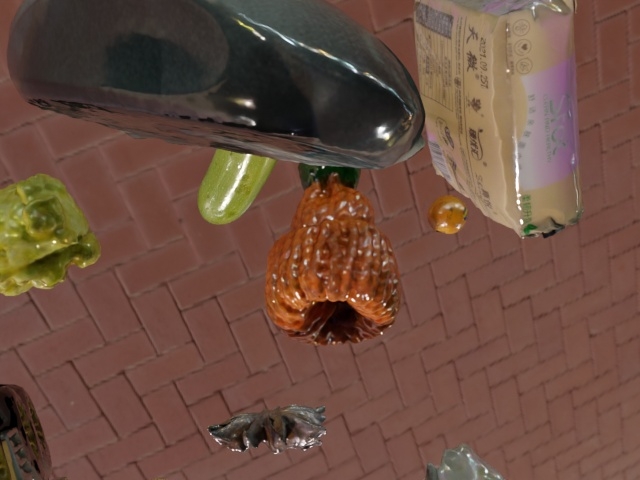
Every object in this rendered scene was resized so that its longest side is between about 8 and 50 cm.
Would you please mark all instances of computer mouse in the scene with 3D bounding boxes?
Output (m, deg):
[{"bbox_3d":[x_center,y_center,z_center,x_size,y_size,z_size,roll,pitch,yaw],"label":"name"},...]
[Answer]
[{"bbox_3d":[-0.086,-0.131,0.544,0.203,0.374,0.114,11,91,-54],"label":"computer mouse"}]

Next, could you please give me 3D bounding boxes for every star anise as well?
[{"bbox_3d":[-0.080,0.288,1.107,0.182,0.195,0.065,-3,91,2],"label":"star anise"}]

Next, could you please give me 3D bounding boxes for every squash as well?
[{"bbox_3d":[-0.125,-0.095,1.087,0.095,0.095,0.188,10,132,-25],"label":"squash"}]

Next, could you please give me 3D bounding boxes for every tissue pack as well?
[{"bbox_3d":[0.189,-0.156,0.805,0.123,0.215,0.256,-24,123,-10],"label":"tissue pack"}]

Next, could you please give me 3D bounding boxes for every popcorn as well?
[{"bbox_3d":[-0.610,-0.001,1.515,0.250,0.235,0.241,-22,108,0],"label":"popcorn"}]

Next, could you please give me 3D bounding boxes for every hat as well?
[{"bbox_3d":[0.000,0.000,1.449,0.285,0.400,0.285,-10,147,-6],"label":"hat"}]

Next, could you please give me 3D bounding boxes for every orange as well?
[{"bbox_3d":[0.259,-0.053,1.489,0.083,0.083,0.083,-9,119,-16],"label":"orange"}]

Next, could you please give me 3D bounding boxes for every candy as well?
[{"bbox_3d":[0.228,0.440,1.145,0.137,0.195,0.185,-30,155,-38],"label":"candy"}]

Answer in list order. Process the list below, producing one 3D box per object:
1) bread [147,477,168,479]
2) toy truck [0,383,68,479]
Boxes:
[{"bbox_3d":[-0.255,0.654,1.337,0.245,0.424,0.329,-32,161,-19],"label":"bread"},{"bbox_3d":[-0.253,0.227,0.474,0.181,0.405,0.254,-22,87,-19],"label":"toy truck"}]
